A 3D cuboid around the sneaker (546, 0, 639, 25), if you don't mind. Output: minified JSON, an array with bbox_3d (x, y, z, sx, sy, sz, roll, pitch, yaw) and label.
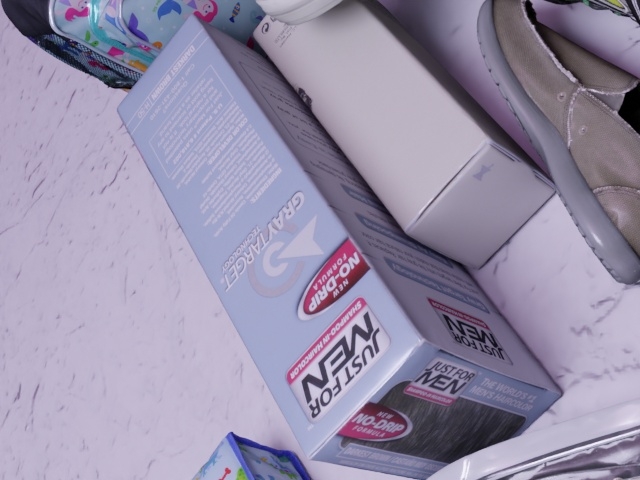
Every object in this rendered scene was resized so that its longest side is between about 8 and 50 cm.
[{"bbox_3d":[0.215,-0.201,0.700,0.146,0.134,0.344,-50,61,39],"label":"sneaker"}]

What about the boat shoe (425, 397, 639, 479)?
[{"bbox_3d":[0.154,0.164,0.659,0.219,0.077,0.070,-29,56,28],"label":"boat shoe"}]

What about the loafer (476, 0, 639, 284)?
[{"bbox_3d":[0.191,-0.088,0.723,0.087,0.094,0.251,-31,60,15],"label":"loafer"}]

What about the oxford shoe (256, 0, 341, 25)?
[{"bbox_3d":[0.048,-0.365,0.827,0.169,0.130,0.449,-12,41,50],"label":"oxford shoe"}]

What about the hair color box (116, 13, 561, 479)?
[{"bbox_3d":[0.000,0.000,0.778,0.113,0.185,0.374,-48,50,16],"label":"hair color box"}]

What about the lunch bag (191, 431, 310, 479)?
[{"bbox_3d":[-0.054,0.251,0.794,0.129,0.096,0.151,-53,39,12],"label":"lunch bag"}]

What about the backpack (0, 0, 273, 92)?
[{"bbox_3d":[-0.129,-0.237,0.934,0.191,0.253,0.225,18,83,39],"label":"backpack"}]

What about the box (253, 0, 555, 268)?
[{"bbox_3d":[0.059,-0.109,0.820,0.094,0.113,0.275,-47,48,16],"label":"box"}]
